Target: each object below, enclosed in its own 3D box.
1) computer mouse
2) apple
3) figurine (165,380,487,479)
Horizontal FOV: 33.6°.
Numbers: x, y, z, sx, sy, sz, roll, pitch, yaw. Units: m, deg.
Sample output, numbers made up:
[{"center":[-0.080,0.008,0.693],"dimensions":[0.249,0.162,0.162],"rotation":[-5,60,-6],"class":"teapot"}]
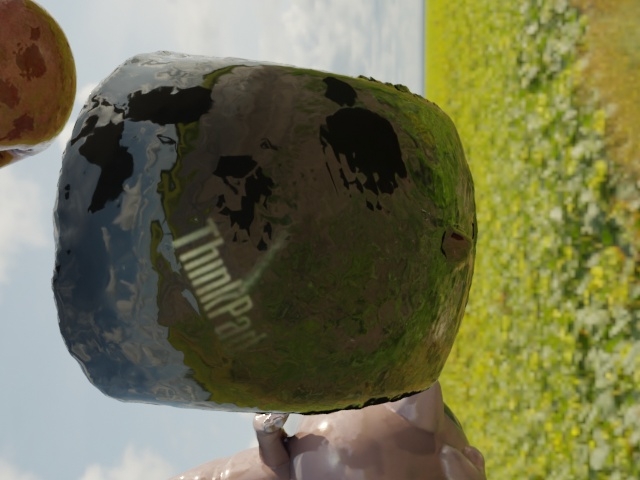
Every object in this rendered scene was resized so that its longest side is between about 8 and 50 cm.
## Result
[{"center":[0.000,0.000,0.527],"dimensions":[0.269,0.100,0.170],"rotation":[3,-85,-51],"class":"computer mouse"},{"center":[-0.254,-0.113,0.786],"dimensions":[0.153,0.153,0.120],"rotation":[54,-164,-82],"class":"apple"},{"center":[-0.007,0.188,0.824],"dimensions":[0.176,0.287,0.186],"rotation":[61,-155,-3],"class":"figurine"}]
